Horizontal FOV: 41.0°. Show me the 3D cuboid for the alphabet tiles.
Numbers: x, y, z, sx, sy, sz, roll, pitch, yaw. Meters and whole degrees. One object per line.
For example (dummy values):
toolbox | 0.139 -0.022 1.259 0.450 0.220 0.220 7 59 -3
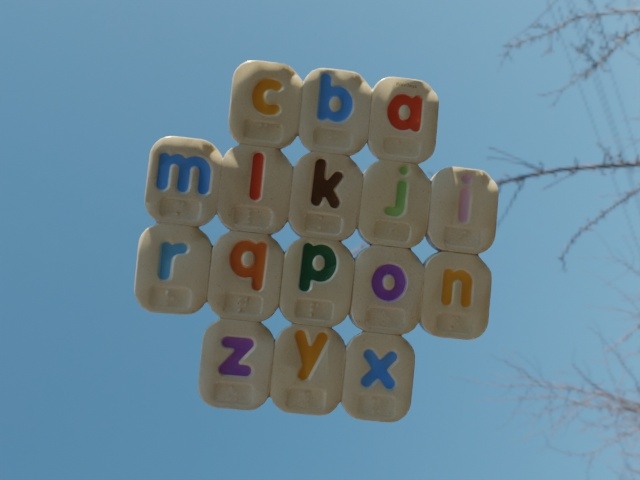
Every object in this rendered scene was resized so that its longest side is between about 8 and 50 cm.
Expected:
alphabet tiles | 0.000 0.000 0.688 0.284 0.021 0.278 6 -95 -6
